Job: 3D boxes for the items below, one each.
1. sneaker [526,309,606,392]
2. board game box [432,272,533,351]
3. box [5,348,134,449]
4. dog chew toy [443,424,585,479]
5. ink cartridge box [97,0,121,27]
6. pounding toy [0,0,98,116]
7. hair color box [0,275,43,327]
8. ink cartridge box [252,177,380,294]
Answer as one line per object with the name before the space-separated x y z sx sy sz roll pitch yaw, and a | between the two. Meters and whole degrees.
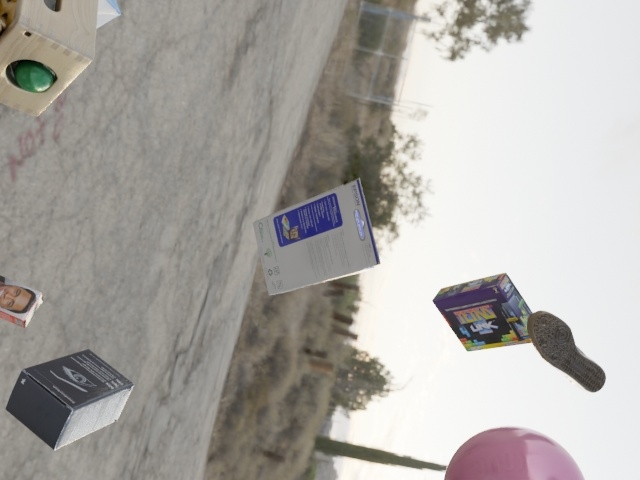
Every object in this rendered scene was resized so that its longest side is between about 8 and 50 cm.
sneaker | 0.382 0.180 1.056 0.066 0.188 0.071 -47 -161 -8
board game box | 0.327 0.146 1.287 0.170 0.141 0.048 -23 -162 50
box | -0.540 0.339 1.415 0.108 0.153 0.207 -62 162 13
dog chew toy | 0.271 0.409 0.878 0.331 0.207 0.206 -70 173 -64
ink cartridge box | -0.424 -0.445 1.116 0.181 0.104 0.061 66 8 21
pounding toy | -0.276 -0.195 0.600 0.130 0.100 0.141 -28 -124 35
hair color box | -0.641 0.113 1.305 0.043 0.141 0.071 117 -5 -54
ink cartridge box | 0.000 0.000 1.273 0.333 0.065 0.165 -18 -98 47
